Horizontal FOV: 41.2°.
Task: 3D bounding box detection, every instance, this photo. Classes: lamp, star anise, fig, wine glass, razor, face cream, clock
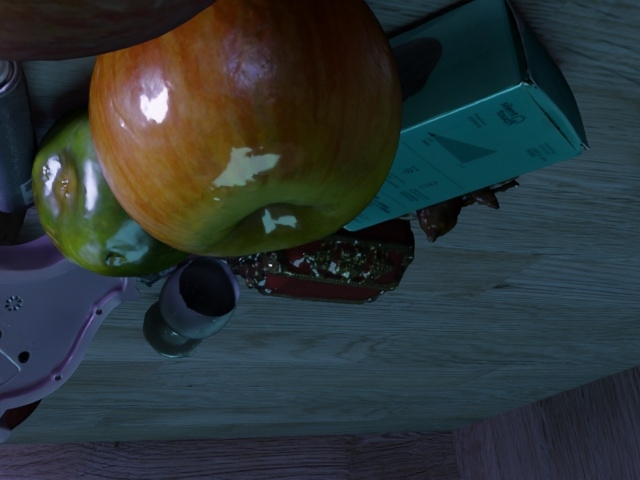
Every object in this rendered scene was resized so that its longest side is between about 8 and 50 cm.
[{"bbox_3d":[0.000,0.000,1.167,0.274,0.177,0.177,7,154,-37],"label":"lamp"},{"bbox_3d":[0.168,-0.074,1.102,0.212,0.111,0.196,-34,-176,-14],"label":"star anise"},{"bbox_3d":[-0.173,-0.064,0.964,0.275,0.206,0.206,-4,163,-46],"label":"fig"},{"bbox_3d":[-0.219,0.115,1.437,0.126,0.126,0.241,4,156,-25],"label":"wine glass"},{"bbox_3d":[-0.337,0.041,1.335,0.211,0.036,0.084,12,150,-39],"label":"razor"},{"bbox_3d":[-0.336,-0.118,0.889,0.073,0.073,0.283,-1,157,-14],"label":"face cream"},{"bbox_3d":[-0.375,0.056,0.972,0.275,0.080,0.290,-45,135,-11],"label":"clock"}]

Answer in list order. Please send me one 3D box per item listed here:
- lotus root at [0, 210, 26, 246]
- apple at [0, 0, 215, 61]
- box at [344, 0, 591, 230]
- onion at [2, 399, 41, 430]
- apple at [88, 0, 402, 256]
[{"bbox_3d":[-0.441,-0.036,1.021,0.095,0.135,0.159,-17,143,27],"label":"lotus root"},{"bbox_3d":[-0.138,-0.236,0.336,0.269,0.345,0.345,2,157,-22],"label":"apple"},{"bbox_3d":[0.108,-0.127,0.939,0.311,0.118,0.205,-19,158,28],"label":"box"},{"bbox_3d":[-0.551,0.146,1.175,0.353,0.354,0.354,-6,158,-2],"label":"onion"},{"bbox_3d":[-0.062,-0.118,0.748,0.286,0.233,0.286,-14,161,-5],"label":"apple"}]
